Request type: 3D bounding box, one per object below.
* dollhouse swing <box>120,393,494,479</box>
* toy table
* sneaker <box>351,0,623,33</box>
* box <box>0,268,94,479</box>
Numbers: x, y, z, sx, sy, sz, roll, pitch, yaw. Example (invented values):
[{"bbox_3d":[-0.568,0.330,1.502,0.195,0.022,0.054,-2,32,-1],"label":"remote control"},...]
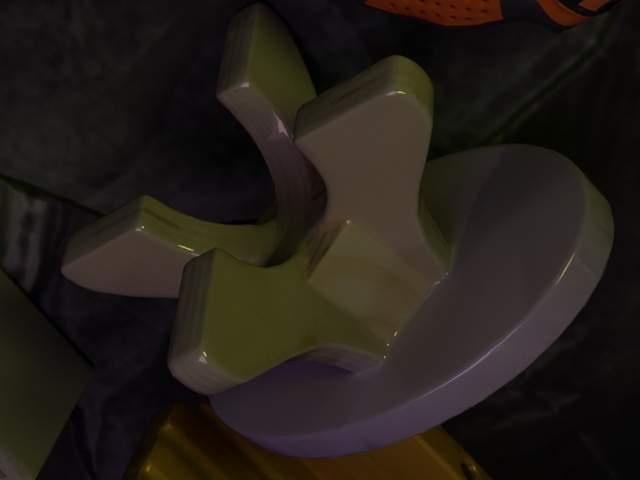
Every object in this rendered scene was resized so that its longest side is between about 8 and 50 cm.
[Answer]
[{"bbox_3d":[0.075,0.217,0.914,0.305,0.347,0.315,-30,112,34],"label":"dollhouse swing"},{"bbox_3d":[0.000,0.000,0.868,0.274,0.252,0.161,-34,127,25],"label":"toy table"},{"bbox_3d":[0.024,-0.217,0.756,0.321,0.124,0.180,46,141,-1],"label":"sneaker"},{"bbox_3d":[-0.314,0.041,1.049,0.148,0.121,0.311,-28,113,31],"label":"box"}]
